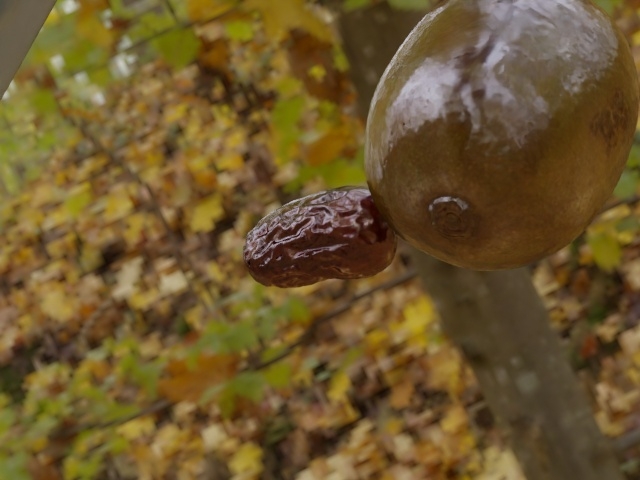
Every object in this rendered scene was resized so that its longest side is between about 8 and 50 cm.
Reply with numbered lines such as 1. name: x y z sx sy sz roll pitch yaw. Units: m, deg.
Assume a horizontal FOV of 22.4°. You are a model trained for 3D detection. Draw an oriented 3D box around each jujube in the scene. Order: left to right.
1. jujube: 0.000 0.000 1.276 0.129 0.077 0.077 -16 0 19

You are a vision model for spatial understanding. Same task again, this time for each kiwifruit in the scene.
1. kiwifruit: 0.132 -0.082 1.185 0.196 0.196 0.234 -29 24 38

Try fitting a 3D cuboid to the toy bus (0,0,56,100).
1. toy bus: -0.172 -0.142 0.701 0.109 0.136 0.329 37 -103 -51
